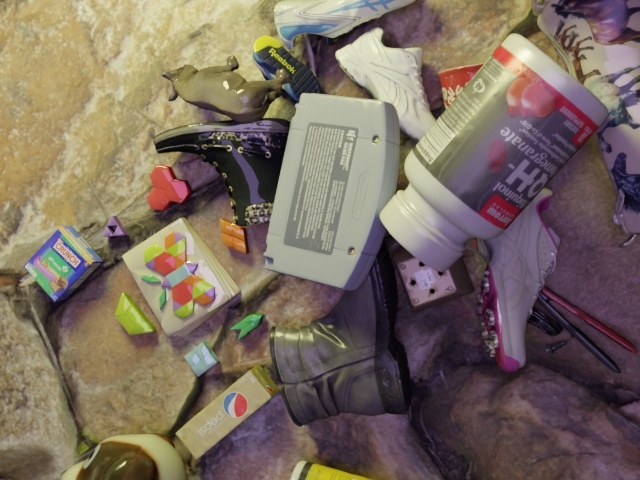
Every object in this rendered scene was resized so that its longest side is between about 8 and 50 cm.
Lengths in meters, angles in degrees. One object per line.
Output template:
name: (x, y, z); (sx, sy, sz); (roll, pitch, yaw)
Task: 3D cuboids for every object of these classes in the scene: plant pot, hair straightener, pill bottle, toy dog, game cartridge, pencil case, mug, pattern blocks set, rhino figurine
plant pot: (0.175, 0.055, 1.359); (0.109, 0.096, 0.109); (-21, 89, 12)
hair straightener: (0.379, 0.138, 1.344); (0.230, 0.047, 0.089); (35, 100, 8)
pill bottle: (0.049, 0.446, 1.400); (0.208, 0.119, 0.119); (13, 96, 11)
toy dog: (-0.303, 0.527, 1.405); (0.395, 0.284, 0.408); (-13, 89, 12)
pill bottle: (0.231, -0.114, 1.196); (0.176, 0.176, 0.318); (42, 107, 7)
game cartridge: (0.022, -0.078, 1.328); (0.196, 0.060, 0.294); (13, 92, 38)
pencil case: (0.458, -0.200, 1.248); (0.183, 0.160, 0.410); (-23, 89, -2)
mug: (0.262, -0.186, 1.311); (0.150, 0.113, 0.169); (-3, 98, 42)
pattern blocks set: (-0.247, 0.061, 1.488); (0.325, 0.026, 0.285); (44, 101, 6)
rhino figurine: (-0.172, -0.253, 1.401); (0.243, 0.106, 0.073); (19, 140, 30)

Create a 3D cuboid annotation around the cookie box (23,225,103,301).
cookie box: (-0.462, 0.041, 1.527); (0.107, 0.040, 0.092); (-45, 83, 11)

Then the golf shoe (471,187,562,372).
golf shoe: (0.306, 0.046, 1.297); (0.140, 0.115, 0.306); (-2, 75, 1)

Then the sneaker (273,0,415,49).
sneaker: (0.044, -0.369, 1.377); (0.237, 0.085, 0.086); (-11, 117, 9)

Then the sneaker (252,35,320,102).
sneaker: (-0.057, -0.276, 1.415); (0.144, 0.059, 0.053); (47, 68, -6)

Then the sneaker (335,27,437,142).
sneaker: (0.134, -0.249, 1.355); (0.115, 0.090, 0.232); (-43, 85, 8)

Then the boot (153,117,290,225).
boot: (-0.161, -0.109, 1.427); (0.236, 0.085, 0.178); (-5, 94, 9)

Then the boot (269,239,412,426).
boot: (0.016, 0.138, 1.391); (0.223, 0.118, 0.338); (-7, 91, 16)

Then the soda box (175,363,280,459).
soda box: (-0.160, 0.296, 1.468); (0.181, 0.058, 0.061); (-41, 85, 11)
